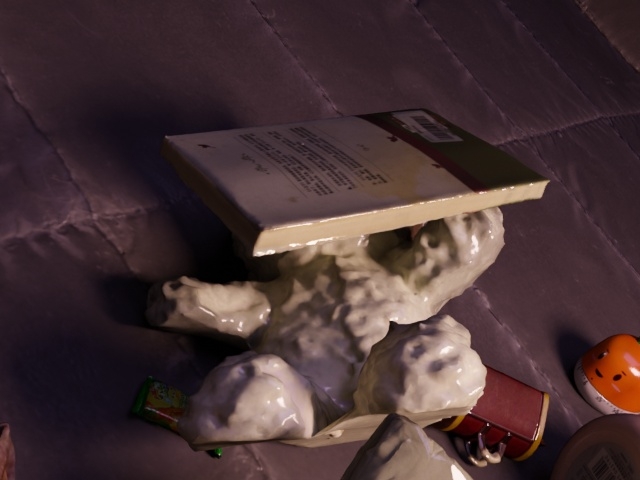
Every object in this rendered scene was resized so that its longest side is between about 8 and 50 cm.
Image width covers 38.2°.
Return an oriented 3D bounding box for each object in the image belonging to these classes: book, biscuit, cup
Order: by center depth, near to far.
[{"bbox_3d":[-0.118,0.148,0.787,0.089,0.016,0.046,30,36,-20],"label":"biscuit"},{"bbox_3d":[0.029,-0.065,0.807,0.289,0.026,0.201,-11,33,-28],"label":"book"},{"bbox_3d":[0.367,0.319,0.981,0.200,0.191,0.253,23,54,-24],"label":"cup"}]

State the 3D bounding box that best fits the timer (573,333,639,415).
[{"bbox_3d":[0.417,0.176,1.239,0.136,0.136,0.099,12,50,-39],"label":"timer"}]

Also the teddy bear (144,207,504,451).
[{"bbox_3d":[0.000,0.000,0.830,0.375,0.327,0.362,59,21,-73],"label":"teddy bear"}]

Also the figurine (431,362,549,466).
[{"bbox_3d":[0.191,0.203,1.012,0.154,0.082,0.098,28,50,-24],"label":"figurine"}]

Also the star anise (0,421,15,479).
[{"bbox_3d":[-0.206,0.223,0.550,0.197,0.073,0.212,50,42,14],"label":"star anise"}]

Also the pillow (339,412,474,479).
[{"bbox_3d":[0.061,0.299,0.621,0.280,0.274,0.076,41,-9,-19],"label":"pillow"}]
